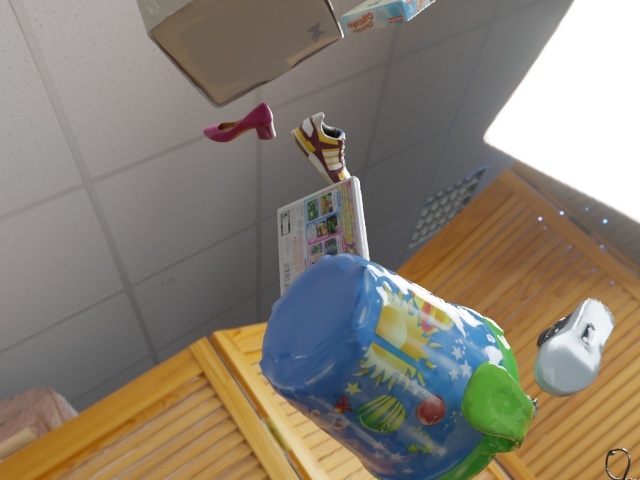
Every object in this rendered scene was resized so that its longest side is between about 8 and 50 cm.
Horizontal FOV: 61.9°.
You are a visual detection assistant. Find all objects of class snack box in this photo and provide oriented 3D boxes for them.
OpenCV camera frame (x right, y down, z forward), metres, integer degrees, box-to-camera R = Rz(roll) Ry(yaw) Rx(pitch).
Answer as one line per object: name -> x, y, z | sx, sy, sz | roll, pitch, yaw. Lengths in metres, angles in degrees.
snack box -> 0.217, -0.650, 1.443 | 0.322, 0.187, 0.060 | -47, -55, -37

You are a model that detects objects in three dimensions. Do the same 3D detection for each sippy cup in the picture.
sippy cup -> 0.063, 0.135, 0.603 | 0.305, 0.240, 0.224 | -32, -54, 31

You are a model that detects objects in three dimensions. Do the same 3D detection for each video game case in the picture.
video game case -> 0.000, 0.000, 0.770 | 0.143, 0.157, 0.019 | -21, -32, 28

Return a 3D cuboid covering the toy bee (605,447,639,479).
toy bee -> 0.548, 0.553, 1.018 | 0.298, 0.162, 0.195 | -60, 4, 47

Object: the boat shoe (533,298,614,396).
boat shoe -> 0.300, 0.146, 0.665 | 0.183, 0.065, 0.083 | -29, -21, -40

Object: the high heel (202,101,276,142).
high heel -> -0.254, -0.357, 1.588 | 0.082, 0.244, 0.117 | -60, -32, -41

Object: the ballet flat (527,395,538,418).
ballet flat -> 0.451, 0.382, 1.338 | 0.070, 0.188, 0.070 | -53, -25, -38

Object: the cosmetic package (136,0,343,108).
cosmetic package -> -0.110, -0.304, 0.523 | 0.153, 0.296, 0.129 | -27, -22, 9

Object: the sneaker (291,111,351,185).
sneaker -> 0.026, -0.171, 1.057 | 0.084, 0.069, 0.185 | -35, -48, 17
